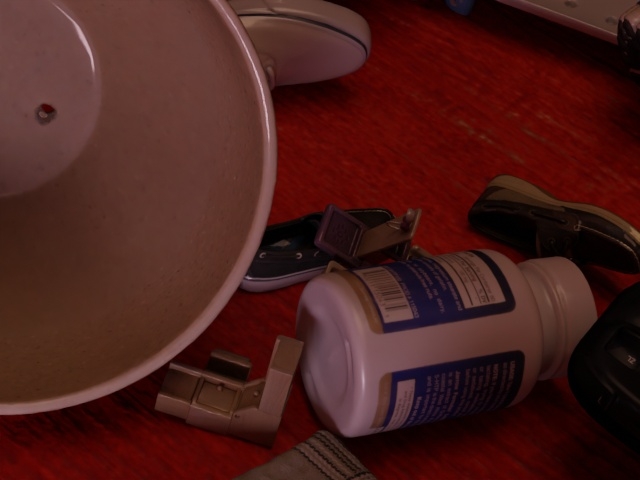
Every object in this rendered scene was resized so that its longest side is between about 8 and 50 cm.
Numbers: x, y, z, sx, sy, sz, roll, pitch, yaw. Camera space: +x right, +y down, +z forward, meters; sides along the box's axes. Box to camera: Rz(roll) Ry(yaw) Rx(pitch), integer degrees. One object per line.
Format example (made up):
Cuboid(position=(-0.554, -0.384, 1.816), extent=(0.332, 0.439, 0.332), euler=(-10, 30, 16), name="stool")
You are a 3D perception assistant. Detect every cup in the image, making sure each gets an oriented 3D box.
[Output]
Cuboid(position=(-0.216, -0.080, 1.250), extent=(0.331, 0.331, 0.237), euler=(-3, 18, -15), name="cup")

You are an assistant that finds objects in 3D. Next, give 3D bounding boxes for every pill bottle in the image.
Cuboid(position=(0.088, 0.065, 1.267), extent=(0.186, 0.112, 0.112), euler=(-8, 46, -22), name="pill bottle")

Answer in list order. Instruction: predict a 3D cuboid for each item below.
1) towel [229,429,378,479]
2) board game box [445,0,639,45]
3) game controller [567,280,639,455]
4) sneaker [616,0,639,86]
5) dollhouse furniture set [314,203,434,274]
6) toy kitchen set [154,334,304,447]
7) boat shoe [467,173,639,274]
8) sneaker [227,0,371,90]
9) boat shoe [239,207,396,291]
Cuboid(position=(-0.035, 0.264, 1.075), extent=(0.324, 0.056, 0.312), euler=(-21, 52, -29), name="towel")
Cuboid(position=(0.313, -0.273, 1.718), extent=(0.390, 0.050, 0.390), euler=(22, 44, 12), name="board game box")
Cuboid(position=(0.313, 0.145, 1.225), extent=(0.319, 0.067, 0.166), euler=(38, 31, 9), name="game controller")
Cuboid(position=(0.397, -0.115, 1.463), extent=(0.330, 0.130, 0.147), euler=(41, 80, 17), name="sneaker")
Cuboid(position=(0.046, 0.033, 1.316), extent=(0.091, 0.081, 0.114), euler=(33, 59, -24), name="dollhouse furniture set")
Cuboid(position=(-0.057, 0.080, 1.249), extent=(0.083, 0.075, 0.068), euler=(18, 42, 1), name="toy kitchen set")
Cuboid(position=(0.178, -0.002, 1.399), extent=(0.152, 0.056, 0.049), euler=(22, 56, 38), name="boat shoe")
Cuboid(position=(-0.085, -0.133, 1.475), extent=(0.258, 0.094, 0.091), euler=(-3, 60, -7), name="sneaker")
Cuboid(position=(0.000, 0.000, 1.371), extent=(0.142, 0.040, 0.049), euler=(-18, 50, -28), name="boat shoe")
